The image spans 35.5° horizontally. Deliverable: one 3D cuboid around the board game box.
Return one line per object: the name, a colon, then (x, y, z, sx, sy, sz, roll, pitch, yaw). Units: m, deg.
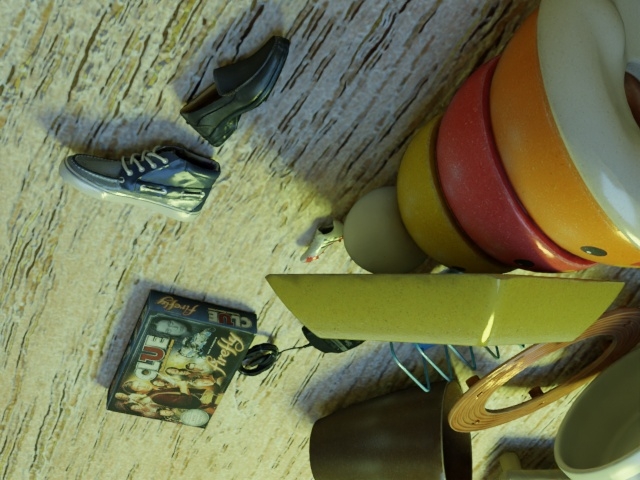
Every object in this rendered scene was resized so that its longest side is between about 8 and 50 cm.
board game box: (-0.214, 0.186, 1.516, 0.165, 0.042, 0.243, 14, 130, -17)

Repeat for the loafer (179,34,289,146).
loafer: (-0.100, -0.181, 1.173, 0.061, 0.062, 0.170, 31, 122, -23)

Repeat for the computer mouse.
computer mouse: (-0.027, 0.150, 1.509, 0.242, 0.041, 0.071, -21, 133, 23)

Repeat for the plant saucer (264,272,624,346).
plant saucer: (0.156, 0.084, 1.233, 0.333, 0.080, 0.333, -2, 175, 39)

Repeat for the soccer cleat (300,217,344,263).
soccer cleat: (0.000, 0.000, 1.372, 0.083, 0.029, 0.035, -35, 118, 21)

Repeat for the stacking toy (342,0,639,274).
stacking toy: (0.216, -0.067, 1.196, 0.351, 0.350, 0.480, 32, 141, -29)

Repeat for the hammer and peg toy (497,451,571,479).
hammer and peg toy: (0.413, 0.529, 1.834, 0.266, 0.127, 0.361, 2, 133, -9)

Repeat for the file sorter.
file sorter: (0.193, 0.128, 1.455, 0.170, 0.104, 0.118, -28, 128, 21)

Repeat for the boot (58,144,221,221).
boot: (-0.223, -0.090, 1.249, 0.190, 0.069, 0.086, 16, 123, -29)

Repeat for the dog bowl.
dog bowl: (0.476, 0.272, 1.460, 0.104, 0.265, 0.265, 45, 119, -8)

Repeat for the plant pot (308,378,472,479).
plant pot: (0.107, 0.335, 1.591, 0.231, 0.215, 0.215, -7, 134, 19)

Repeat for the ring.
ring: (0.337, 0.190, 1.493, 0.337, 0.032, 0.336, -21, 154, -11)
